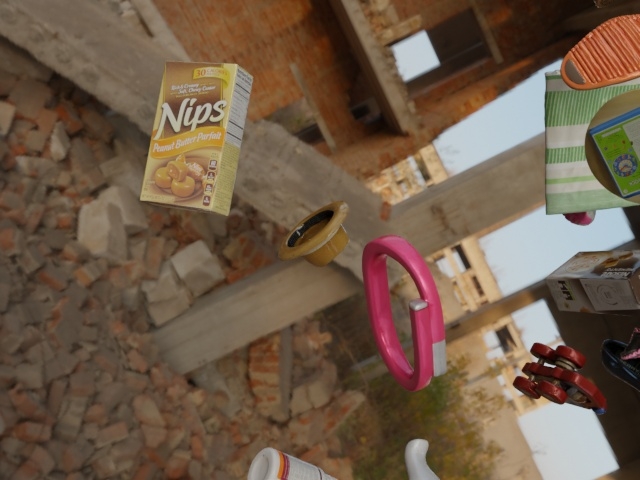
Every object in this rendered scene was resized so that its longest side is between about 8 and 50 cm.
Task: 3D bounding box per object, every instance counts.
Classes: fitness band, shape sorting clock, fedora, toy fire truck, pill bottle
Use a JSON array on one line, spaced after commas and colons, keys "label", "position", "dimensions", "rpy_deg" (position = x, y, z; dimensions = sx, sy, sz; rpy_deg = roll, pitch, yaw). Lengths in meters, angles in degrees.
[{"label": "fitness band", "position": [0.141, 0.131, 1.254], "dimensions": [0.209, 0.054, 0.291], "rpy_deg": [40, -36, 56]}, {"label": "shape sorting clock", "position": [0.551, -0.156, 1.190], "dimensions": [0.040, 0.206, 0.206], "rpy_deg": [-34, 100, -47]}, {"label": "fedora", "position": [0.000, 0.000, 1.477], "dimensions": [0.079, 0.194, 0.194], "rpy_deg": [50, 8, -17]}, {"label": "toy fire truck", "position": [0.804, 0.473, 2.320], "dimensions": [0.254, 0.169, 0.302], "rpy_deg": [35, -13, -14]}, {"label": "pill bottle", "position": [-0.062, 0.605, 1.758], "dimensions": [0.221, 0.121, 0.121], "rpy_deg": [31, 20, -26]}]

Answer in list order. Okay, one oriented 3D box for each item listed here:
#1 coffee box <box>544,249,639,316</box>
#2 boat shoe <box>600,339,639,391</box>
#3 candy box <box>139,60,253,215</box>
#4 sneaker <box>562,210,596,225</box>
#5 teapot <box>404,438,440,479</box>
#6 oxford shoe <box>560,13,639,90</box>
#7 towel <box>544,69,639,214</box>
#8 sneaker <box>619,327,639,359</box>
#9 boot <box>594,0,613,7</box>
[{"label": "coffee box", "position": [0.666, 0.094, 1.632], "dimensions": [0.098, 0.141, 0.246], "rpy_deg": [62, -23, -11]}, {"label": "boat shoe", "position": [0.755, 0.308, 1.625], "dimensions": [0.258, 0.109, 0.089], "rpy_deg": [18, -32, 44]}, {"label": "candy box", "position": [-0.268, -0.223, 1.540], "dimensions": [0.087, 0.182, 0.317], "rpy_deg": [17, 81, -69]}, {"label": "sneaker", "position": [0.675, -0.128, 1.789], "dimensions": [0.103, 0.111, 0.252], "rpy_deg": [112, -6, -46]}, {"label": "teapot", "position": [0.071, 0.423, 0.904], "dimensions": [0.187, 0.256, 0.253], "rpy_deg": [18, -66, 59]}, {"label": "oxford shoe", "position": [0.640, -0.381, 1.412], "dimensions": [0.133, 0.363, 0.130], "rpy_deg": [71, -5, -77]}, {"label": "towel", "position": [0.627, -0.230, 1.609], "dimensions": [0.038, 0.247, 0.325], "rpy_deg": [-107, -168, -77]}, {"label": "sneaker", "position": [0.710, 0.225, 1.581], "dimensions": [0.119, 0.047, 0.057], "rpy_deg": [-54, -133, 48]}, {"label": "boot", "position": [0.549, -0.553, 1.390], "dimensions": [0.152, 0.197, 0.073], "rpy_deg": [42, -22, 11]}]
